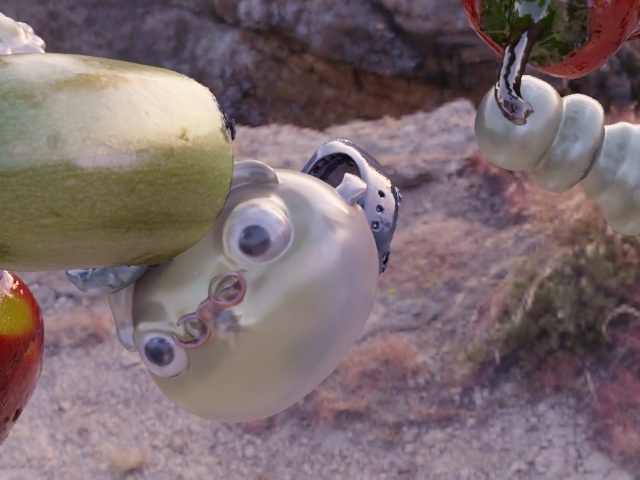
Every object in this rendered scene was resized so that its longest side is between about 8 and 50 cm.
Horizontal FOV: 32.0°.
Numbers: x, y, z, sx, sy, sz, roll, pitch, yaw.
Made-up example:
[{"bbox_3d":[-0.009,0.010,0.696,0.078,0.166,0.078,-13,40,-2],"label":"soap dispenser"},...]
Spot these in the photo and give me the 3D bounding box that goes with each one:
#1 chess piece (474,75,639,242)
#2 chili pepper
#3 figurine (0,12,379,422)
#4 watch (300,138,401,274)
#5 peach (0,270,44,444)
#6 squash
[{"bbox_3d":[0.293,-0.101,1.250,0.251,0.144,0.144,21,30,-10],"label":"chess piece"},{"bbox_3d":[0.172,-0.184,0.802,0.134,0.131,0.338,6,22,41],"label":"chili pepper"},{"bbox_3d":[-0.148,-0.033,0.812,0.226,0.394,0.274,-53,29,8],"label":"figurine"},{"bbox_3d":[0.000,0.000,1.176,0.068,0.206,0.193,26,33,-24],"label":"watch"},{"bbox_3d":[-0.357,0.167,1.246,0.068,0.279,0.189,13,29,-3],"label":"peach"},{"bbox_3d":[-0.146,-0.041,0.573,0.123,0.123,0.186,13,9,35],"label":"squash"}]
